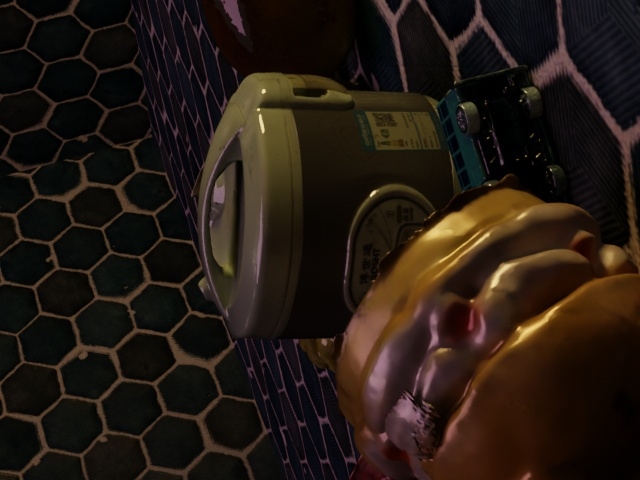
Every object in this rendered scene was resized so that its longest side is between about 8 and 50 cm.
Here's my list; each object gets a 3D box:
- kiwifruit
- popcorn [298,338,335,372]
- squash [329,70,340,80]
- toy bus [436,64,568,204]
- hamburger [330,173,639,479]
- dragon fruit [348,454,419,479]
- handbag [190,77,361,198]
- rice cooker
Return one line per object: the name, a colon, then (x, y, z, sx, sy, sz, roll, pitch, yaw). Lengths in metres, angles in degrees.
kiwifruit: (-0.050, -0.295, 1.598, 0.196, 0.196, 0.234, -156, 46, -74)
popcorn: (0.044, 0.057, 1.650, 0.235, 0.181, 0.217, 97, 156, -51)
squash: (-0.033, -0.220, 1.812, 0.169, 0.093, 0.252, -3, 109, 32)
toy bus: (0.167, -0.067, 1.175, 0.092, 0.079, 0.160, 134, 120, -75)
hamburger: (0.165, 0.114, 1.008, 0.237, 0.276, 0.276, 44, 153, 33)
dragon fruit: (0.144, 0.186, 1.460, 0.262, 0.134, 0.212, -53, -16, -50)
handbag: (-0.027, -0.107, 1.626, 0.117, 0.270, 0.182, 60, 169, -28)
rice cooker: (0.007, -0.031, 1.382, 0.288, 0.277, 0.288, -178, 90, -74)
